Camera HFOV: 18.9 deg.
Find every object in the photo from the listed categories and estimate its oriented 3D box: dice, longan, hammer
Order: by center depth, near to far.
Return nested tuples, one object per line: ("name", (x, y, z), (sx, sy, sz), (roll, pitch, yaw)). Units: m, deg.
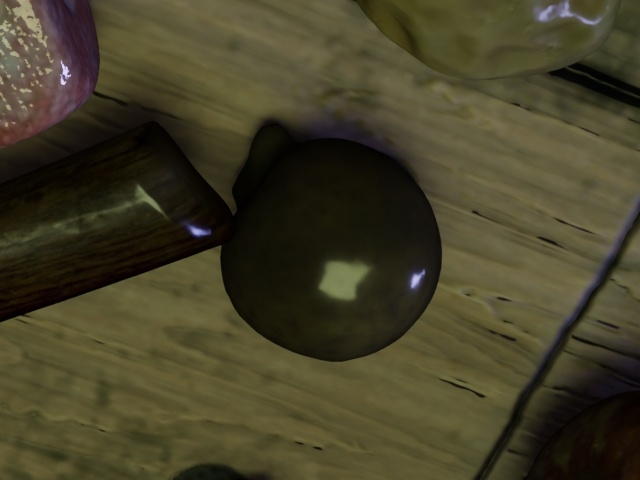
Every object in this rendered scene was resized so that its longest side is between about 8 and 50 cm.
("dice", (-0.153, -0.096, 0.838), (0.091, 0.093, 0.094), (-17, 117, 8))
("hammer", (-0.239, 0.039, 0.895), (0.409, 0.095, 0.242), (-19, 117, 14))
("longan", (0.000, 0.000, 0.900), (0.106, 0.106, 0.119), (-44, 73, 20))

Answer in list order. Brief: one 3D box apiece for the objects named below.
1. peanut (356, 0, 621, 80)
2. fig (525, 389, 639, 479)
("peanut", (0.044, -0.204, 0.759), (0.152, 0.152, 0.313), (-16, 123, 7))
("fig", (0.206, 0.173, 0.969), (0.231, 0.143, 0.160), (35, 104, -18))
